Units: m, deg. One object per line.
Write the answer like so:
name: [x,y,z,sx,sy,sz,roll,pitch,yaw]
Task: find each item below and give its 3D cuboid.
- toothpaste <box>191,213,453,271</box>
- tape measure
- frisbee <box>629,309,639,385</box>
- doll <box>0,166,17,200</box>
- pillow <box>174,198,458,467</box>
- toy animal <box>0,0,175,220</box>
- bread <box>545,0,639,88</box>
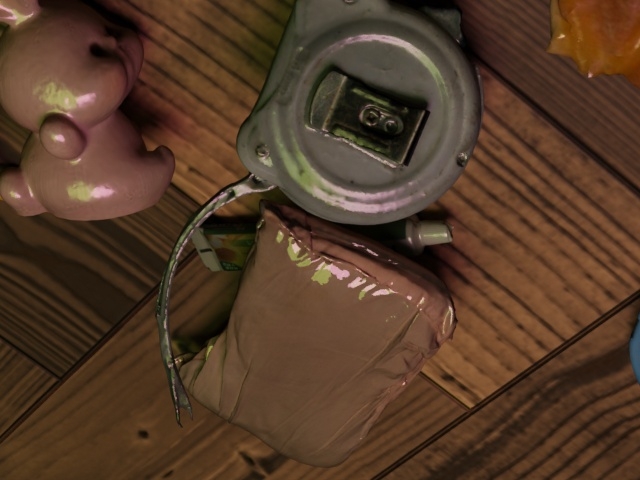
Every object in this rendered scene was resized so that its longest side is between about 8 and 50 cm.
toothpaste: [0.000,0.000,1.151,0.204,0.031,0.049,-4,134,23]
tape measure: [-0.005,-0.010,1.015,0.164,0.084,0.330,20,96,1]
frisbee: [0.336,0.098,1.097,0.242,0.045,0.242,23,146,17]
doll: [-0.288,-0.087,1.142,0.102,0.089,0.179,-6,149,22]
pillow: [-0.010,0.079,1.177,0.173,0.067,0.270,23,141,-9]
toy animal: [-0.171,-0.118,1.059,0.124,0.124,0.212,-1,121,18]
bread: [0.268,-0.216,0.775,0.279,0.207,0.279,8,131,10]
